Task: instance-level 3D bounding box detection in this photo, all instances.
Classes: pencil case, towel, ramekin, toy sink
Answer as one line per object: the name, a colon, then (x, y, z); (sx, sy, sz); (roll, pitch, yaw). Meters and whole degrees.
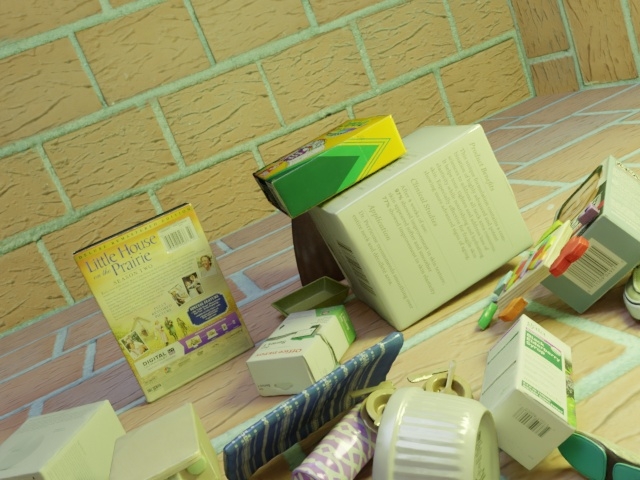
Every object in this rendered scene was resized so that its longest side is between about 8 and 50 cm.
pencil case: (0.045, 0.333, 0.953); (0.206, 0.088, 0.086); (-35, -18, -41)
towel: (-0.009, 0.286, 1.008); (0.336, 0.040, 0.243); (-29, -25, -23)
ramekin: (0.149, 0.286, 0.737); (0.109, 0.207, 0.207); (-4, 21, 27)
toy sink: (-0.256, 0.401, 1.031); (0.153, 0.131, 0.234); (-25, 10, -13)

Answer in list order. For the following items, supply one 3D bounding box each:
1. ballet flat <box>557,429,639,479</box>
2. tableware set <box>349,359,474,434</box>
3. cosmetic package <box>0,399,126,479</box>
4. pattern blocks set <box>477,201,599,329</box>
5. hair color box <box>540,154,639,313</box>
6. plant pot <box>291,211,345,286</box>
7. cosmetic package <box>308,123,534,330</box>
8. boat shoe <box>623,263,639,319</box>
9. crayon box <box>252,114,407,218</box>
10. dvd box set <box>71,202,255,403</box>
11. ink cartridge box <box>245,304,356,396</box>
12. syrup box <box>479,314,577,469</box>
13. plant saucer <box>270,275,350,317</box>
ballet flat: (0.371, 0.281, 0.750); (0.052, 0.057, 0.168); (4, 6, -26)
tableware set: (0.157, 0.253, 0.964); (0.194, 0.039, 0.128); (-11, 37, -19)
cosmetic package: (-0.546, 0.458, 1.223); (0.224, 0.138, 0.224); (-17, 17, 19)
pattern blocks set: (0.411, 0.050, 1.169); (0.285, 0.026, 0.324); (-45, -9, -48)
hair color box: (0.572, -0.026, 1.255); (0.185, 0.114, 0.374); (-56, -8, 34)
plant pot: (0.000, 0.000, 1.911); (0.216, 0.230, 0.215); (-20, 14, 5)
cosmetic package: (0.226, -0.050, 1.493); (0.394, 0.329, 0.327); (-31, 15, -8)
boat shoe: (0.627, 0.043, 1.127); (0.109, 0.094, 0.302); (-9, 19, 40)
crayon box: (0.007, -0.195, 1.523); (0.313, 0.106, 0.363); (-31, 15, -7)
dvd box set: (-0.384, 0.155, 1.526); (0.308, 0.420, 0.062); (-28, 16, -19)
ink cartridge box: (-0.039, 0.244, 1.359); (0.160, 0.092, 0.219); (-14, 16, 30)
syrup box: (0.303, 0.211, 0.890); (0.096, 0.093, 0.237); (-56, -7, 27)
plant saucer: (-0.025, 0.173, 1.691); (0.188, 0.045, 0.188); (-26, 15, -16)
